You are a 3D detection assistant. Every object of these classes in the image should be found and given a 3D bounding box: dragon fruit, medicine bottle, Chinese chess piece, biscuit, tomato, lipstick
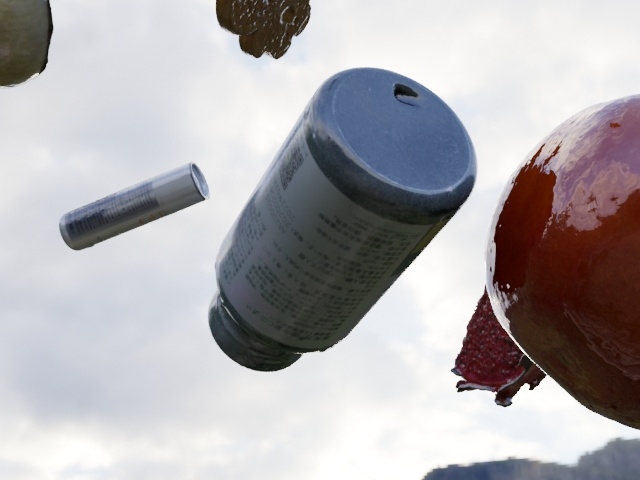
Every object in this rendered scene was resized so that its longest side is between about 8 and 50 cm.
[{"bbox_3d":[0.298,0.121,1.416,0.126,0.161,0.274,12,-72,-25],"label":"dragon fruit"},{"bbox_3d":[0.000,0.000,0.860,0.141,0.141,0.293,15,-40,-21],"label":"medicine bottle"},{"bbox_3d":[-0.512,-0.366,1.622,0.104,0.257,0.257,-10,-27,-34],"label":"Chinese chess piece"},{"bbox_3d":[-0.078,-0.383,1.571,0.044,0.202,0.288,33,-7,17],"label":"biscuit"},{"bbox_3d":[0.227,0.026,0.730,0.180,0.260,0.259,-43,-34,-14],"label":"tomato"},{"bbox_3d":[-0.174,-0.031,0.960,0.141,0.040,0.040,-20,-38,10],"label":"lipstick"}]
